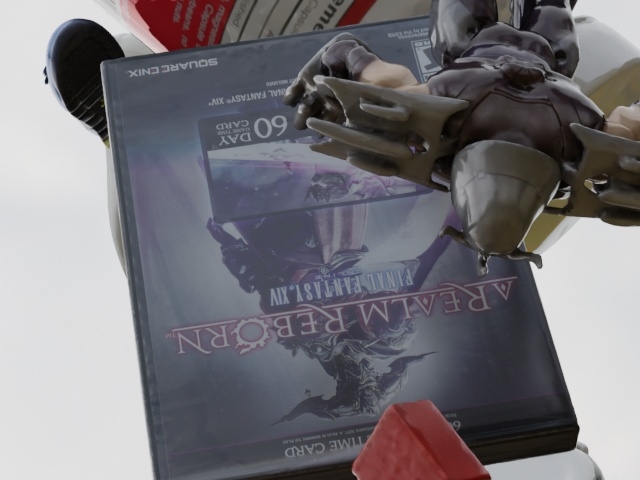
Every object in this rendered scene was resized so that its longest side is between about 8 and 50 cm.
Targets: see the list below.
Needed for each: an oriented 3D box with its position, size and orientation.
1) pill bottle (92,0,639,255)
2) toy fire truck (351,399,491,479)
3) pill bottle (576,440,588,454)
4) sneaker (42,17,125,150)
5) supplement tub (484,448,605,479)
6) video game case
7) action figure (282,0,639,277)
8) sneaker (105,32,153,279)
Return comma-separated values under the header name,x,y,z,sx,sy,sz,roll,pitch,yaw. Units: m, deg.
name,x,y,z,sx,sy,sz,roll,pitch,yaw
pill bottle,0.015,-0.166,1.177,0.229,0.408,0.229,-41,-22,-21
toy fire truck,-0.023,0.155,0.726,0.135,0.047,0.192,-8,-43,-40
pill bottle,0.233,0.209,1.802,0.083,0.043,0.043,23,-76,-23
sneaker,-0.157,-0.109,1.159,0.053,0.059,0.144,-41,-19,-10
supplement tub,0.191,0.368,1.593,0.207,0.207,0.338,-23,-71,-20
video game case,0.000,0.000,0.879,0.196,0.274,0.026,-9,-39,-4
action figure,0.084,-0.079,0.795,0.185,0.285,0.099,20,-49,-9
sneaker,-0.128,-0.057,1.632,0.106,0.123,0.290,-13,-86,-71
